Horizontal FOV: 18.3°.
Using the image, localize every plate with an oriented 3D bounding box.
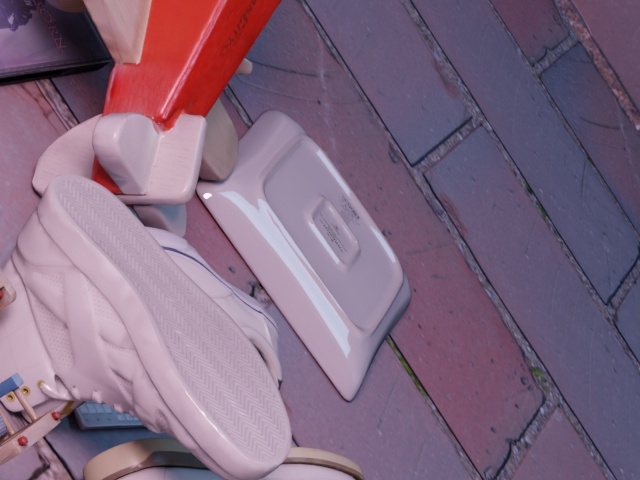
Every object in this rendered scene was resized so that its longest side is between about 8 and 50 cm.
[{"bbox_3d":[0.000,0.000,2.123,0.277,0.045,0.278,54,25,-8],"label":"plate"}]

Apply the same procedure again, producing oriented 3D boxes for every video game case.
[{"bbox_3d":[-0.311,-0.236,1.833,0.196,0.026,0.274,62,26,3],"label":"video game case"}]

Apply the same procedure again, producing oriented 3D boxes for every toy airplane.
[{"bbox_3d":[-0.159,-0.197,1.804,0.272,0.386,0.384,24,28,23],"label":"toy airplane"}]

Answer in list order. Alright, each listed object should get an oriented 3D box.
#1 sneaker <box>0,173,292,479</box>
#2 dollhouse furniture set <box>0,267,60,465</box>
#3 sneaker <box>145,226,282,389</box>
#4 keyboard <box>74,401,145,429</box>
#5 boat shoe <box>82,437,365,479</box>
[{"bbox_3d":[-0.154,0.108,1.549,0.292,0.169,0.108,50,29,22],"label":"sneaker"},{"bbox_3d":[-0.252,0.095,1.443,0.129,0.129,0.184,57,25,-3],"label":"dollhouse furniture set"},{"bbox_3d":[-0.116,0.067,1.753,0.258,0.094,0.091,29,25,-44],"label":"sneaker"},{"bbox_3d":[-0.146,0.130,1.739,0.256,0.014,0.072,7,55,-60],"label":"keyboard"},{"bbox_3d":[-0.069,0.236,1.661,0.302,0.113,0.103,9,54,-46],"label":"boat shoe"}]
